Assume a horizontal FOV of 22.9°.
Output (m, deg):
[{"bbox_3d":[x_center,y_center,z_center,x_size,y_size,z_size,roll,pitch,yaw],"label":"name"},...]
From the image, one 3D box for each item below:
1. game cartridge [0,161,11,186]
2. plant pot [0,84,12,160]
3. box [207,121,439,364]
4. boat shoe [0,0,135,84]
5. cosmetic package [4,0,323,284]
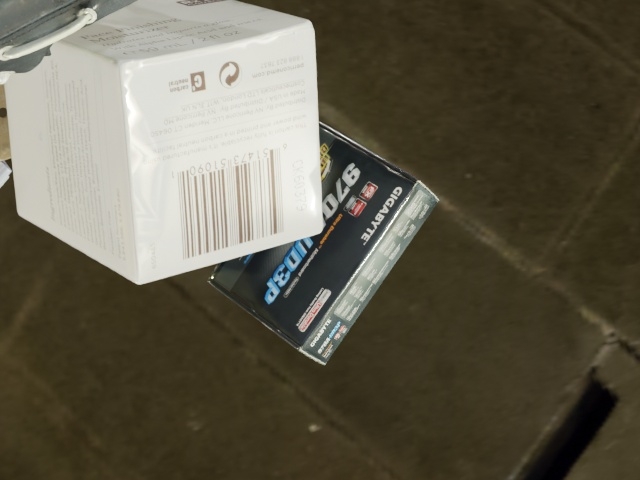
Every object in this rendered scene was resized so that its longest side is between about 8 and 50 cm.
[{"bbox_3d":[-0.408,-0.080,1.925,0.056,0.017,0.083,-53,35,3],"label":"game cartridge"},{"bbox_3d":[-0.250,-0.116,1.238,0.096,0.109,0.109,23,129,51],"label":"plant pot"},{"bbox_3d":[0.000,0.000,1.707,0.175,0.051,0.220,35,89,42],"label":"box"},{"bbox_3d":[-0.180,-0.141,0.917,0.302,0.091,0.114,-30,42,7],"label":"boat shoe"},{"bbox_3d":[-0.111,-0.080,1.083,0.184,0.151,0.151,24,123,50],"label":"cosmetic package"}]
